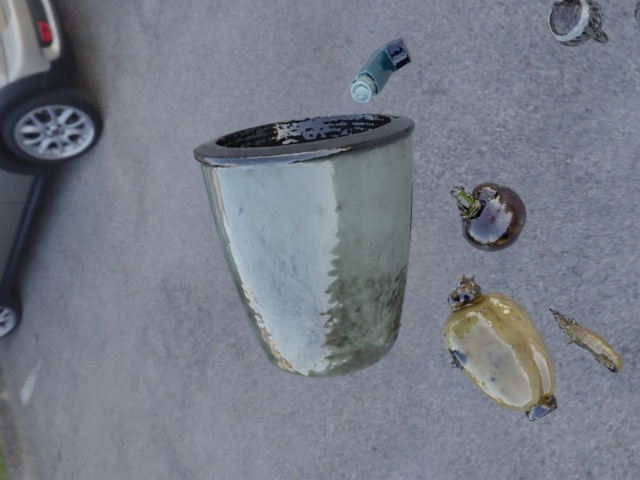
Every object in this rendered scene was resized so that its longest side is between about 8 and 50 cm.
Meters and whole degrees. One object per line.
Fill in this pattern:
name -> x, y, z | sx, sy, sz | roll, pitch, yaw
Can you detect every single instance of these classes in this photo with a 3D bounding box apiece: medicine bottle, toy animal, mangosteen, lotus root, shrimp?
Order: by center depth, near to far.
lotus root -> 0.302, 0.185, 0.875 | 0.257, 0.154, 0.140 | 61, 167, 21
toy animal -> 0.491, -0.407, 0.954 | 0.137, 0.098, 0.098 | 37, 124, -3
medicine bottle -> 0.167, -0.483, 1.438 | 0.124, 0.258, 0.079 | -10, 124, 37
shrimp -> 0.738, 0.289, 1.439 | 0.117, 0.066, 0.262 | 66, 175, -24
mangosteen -> 0.545, -0.092, 1.698 | 0.231, 0.289, 0.231 | -60, 12, 21

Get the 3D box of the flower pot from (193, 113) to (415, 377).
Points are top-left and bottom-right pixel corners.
flower pot -> 0.000, 0.000, 0.729 | 0.293, 0.293, 0.330 | 13, 120, 43

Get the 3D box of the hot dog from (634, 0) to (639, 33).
hot dog -> 0.905, -0.530, 1.279 | 0.162, 0.081, 0.271 | -5, 111, 65
